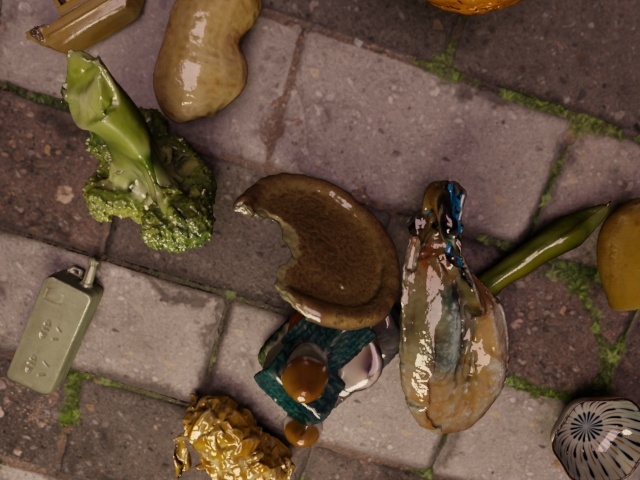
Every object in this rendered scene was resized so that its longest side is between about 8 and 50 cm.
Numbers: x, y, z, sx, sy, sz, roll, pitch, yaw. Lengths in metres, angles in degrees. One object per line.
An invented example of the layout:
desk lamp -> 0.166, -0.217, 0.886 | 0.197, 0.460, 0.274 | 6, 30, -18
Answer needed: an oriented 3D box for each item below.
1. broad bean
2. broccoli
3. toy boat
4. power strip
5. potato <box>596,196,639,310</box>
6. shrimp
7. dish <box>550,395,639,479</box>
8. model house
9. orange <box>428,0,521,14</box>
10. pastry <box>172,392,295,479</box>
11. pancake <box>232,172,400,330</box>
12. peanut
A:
broad bean -> 0.367, 0.034, 0.720 | 0.325, 0.067, 0.075 | -38, 127, 14
broccoli -> -0.266, -0.085, 0.589 | 0.186, 0.302, 0.254 | -32, 102, 2
toy boat -> -0.382, -0.369, 0.656 | 0.200, 0.057, 0.077 | -26, 95, 7
power strip -> -0.490, 0.153, 0.764 | 0.093, 0.053, 0.288 | 27, 101, -4
potato -> 0.553, 0.004, 0.672 | 0.203, 0.178, 0.158 | -29, 84, 31
shrimp -> 0.224, 0.123, 0.674 | 0.221, 0.110, 0.446 | -13, 105, -17
dish -> 0.526, 0.369, 0.785 | 0.190, 0.066, 0.191 | 0, 100, 0
model house -> 0.015, 0.207, 0.651 | 0.271, 0.301, 0.190 | -43, 91, 9
orange -> 0.220, -0.476, 0.491 | 0.340, 0.341, 0.294 | 15, 64, -2
pastry -> -0.177, 0.405, 0.784 | 0.250, 0.102, 0.154 | 43, 100, -9
pancake -> 0.000, 0.000, 0.626 | 0.286, 0.288, 0.033 | 25, 133, -10
peanut -> -0.174, -0.303, 0.635 | 0.137, 0.122, 0.253 | 13, 100, -27
